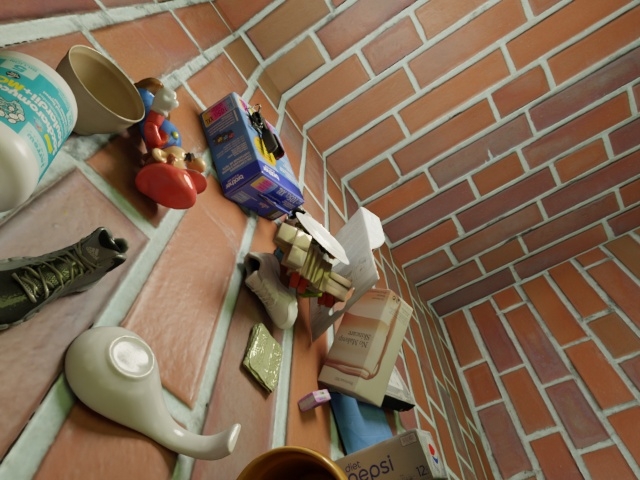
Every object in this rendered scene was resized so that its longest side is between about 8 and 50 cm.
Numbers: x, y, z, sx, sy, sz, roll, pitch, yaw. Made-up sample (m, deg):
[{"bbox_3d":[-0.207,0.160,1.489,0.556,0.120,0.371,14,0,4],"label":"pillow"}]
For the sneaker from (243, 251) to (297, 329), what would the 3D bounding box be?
[{"bbox_3d":[-0.143,0.127,1.083,0.115,0.090,0.232,20,34,-55],"label":"sneaker"}]

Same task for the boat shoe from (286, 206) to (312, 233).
[{"bbox_3d":[-0.080,-0.077,1.467,0.267,0.096,0.088,-104,173,-72],"label":"boat shoe"}]

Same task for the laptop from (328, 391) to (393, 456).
[{"bbox_3d":[0.255,0.602,1.181,0.382,0.408,0.236,35,64,-53],"label":"laptop"}]

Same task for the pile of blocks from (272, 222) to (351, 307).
[{"bbox_3d":[-0.049,0.094,1.114,0.362,0.149,0.112,51,50,-49],"label":"pile of blocks"}]

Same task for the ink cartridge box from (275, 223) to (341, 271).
[{"bbox_3d":[-0.052,0.051,1.318,0.078,0.231,0.134,-33,94,-38],"label":"ink cartridge box"}]

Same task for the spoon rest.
[{"bbox_3d":[-0.251,0.234,0.624,0.276,0.084,0.137,43,19,-10],"label":"spoon rest"}]

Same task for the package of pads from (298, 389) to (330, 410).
[{"bbox_3d":[-0.015,0.395,1.041,0.083,0.050,0.032,27,32,-61],"label":"package of pads"}]

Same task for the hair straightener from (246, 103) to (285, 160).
[{"bbox_3d":[-0.176,-0.353,1.303,0.089,0.047,0.230,33,32,-55],"label":"hair straightener"}]

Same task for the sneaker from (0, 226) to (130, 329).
[{"bbox_3d":[-0.344,0.031,0.558,0.086,0.132,0.228,58,17,-6],"label":"sneaker"}]

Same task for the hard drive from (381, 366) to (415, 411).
[{"bbox_3d":[0.202,0.464,1.470,0.339,0.064,0.237,41,17,-49],"label":"hard drive"}]

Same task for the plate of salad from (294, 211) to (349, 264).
[{"bbox_3d":[0.000,0.000,1.141,0.200,0.048,0.200,43,10,-9],"label":"plate of salad"}]

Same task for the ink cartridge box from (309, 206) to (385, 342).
[{"bbox_3d":[0.087,0.110,1.343,0.091,0.308,0.385,30,28,-22],"label":"ink cartridge box"}]

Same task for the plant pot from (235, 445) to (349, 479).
[{"bbox_3d":[-0.028,0.456,0.700,0.188,0.205,0.205,62,7,-61],"label":"plant pot"}]

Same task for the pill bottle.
[{"bbox_3d":[-0.433,-0.134,0.551,0.146,0.146,0.264,46,22,-39],"label":"pill bottle"}]

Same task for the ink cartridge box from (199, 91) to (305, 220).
[{"bbox_3d":[-0.208,-0.238,1.364,0.270,0.151,0.395,28,38,-60],"label":"ink cartridge box"}]

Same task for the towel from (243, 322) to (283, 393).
[{"bbox_3d":[-0.128,0.267,0.969,0.110,0.027,0.148,55,18,-21],"label":"towel"}]

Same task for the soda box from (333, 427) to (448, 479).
[{"bbox_3d":[0.093,0.467,0.828,0.098,0.286,0.091,40,25,-49],"label":"soda box"}]

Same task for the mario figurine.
[{"bbox_3d":[-0.326,-0.210,0.949,0.198,0.170,0.320,30,33,-62],"label":"mario figurine"}]

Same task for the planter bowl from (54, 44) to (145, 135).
[{"bbox_3d":[-0.442,-0.271,0.810,0.162,0.109,0.162,53,18,-25],"label":"planter bowl"}]

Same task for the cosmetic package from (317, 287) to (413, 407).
[{"bbox_3d":[0.131,0.293,1.198,0.129,0.153,0.296,40,61,-34],"label":"cosmetic package"}]
